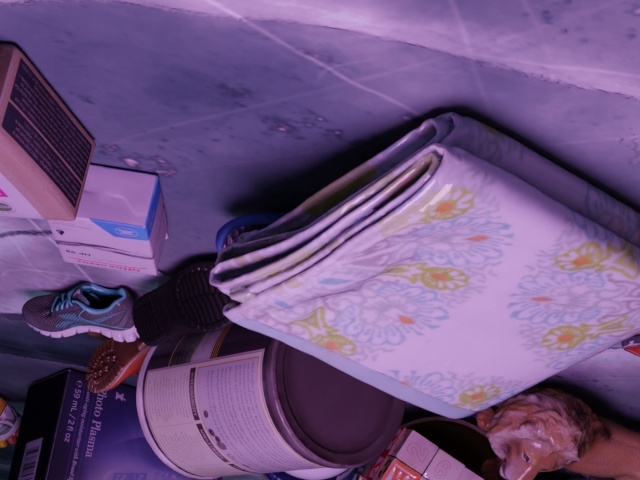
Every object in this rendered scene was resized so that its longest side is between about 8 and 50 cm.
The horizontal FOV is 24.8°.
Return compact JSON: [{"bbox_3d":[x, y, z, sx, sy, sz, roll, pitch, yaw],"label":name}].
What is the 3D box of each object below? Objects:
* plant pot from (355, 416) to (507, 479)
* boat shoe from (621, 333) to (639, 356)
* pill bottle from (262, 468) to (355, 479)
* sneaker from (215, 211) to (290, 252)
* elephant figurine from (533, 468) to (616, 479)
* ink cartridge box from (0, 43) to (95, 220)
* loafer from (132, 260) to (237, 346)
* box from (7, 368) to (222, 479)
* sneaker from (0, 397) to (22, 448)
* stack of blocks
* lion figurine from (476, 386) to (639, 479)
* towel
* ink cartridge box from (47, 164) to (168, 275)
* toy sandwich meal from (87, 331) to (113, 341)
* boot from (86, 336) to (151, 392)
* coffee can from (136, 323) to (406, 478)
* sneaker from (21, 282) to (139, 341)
[{"bbox_3d":[0.146,0.377,2.182,0.237,0.237,0.254,13,174,-8],"label":"plant pot"},{"bbox_3d":[0.400,0.135,1.646,0.137,0.043,0.049,17,160,-16],"label":"boat shoe"},{"bbox_3d":[-0.012,0.267,2.022,0.153,0.153,0.264,9,159,1],"label":"pill bottle"},{"bbox_3d":[0.000,0.000,1.462,0.209,0.069,0.082,1,-164,-5],"label":"sneaker"},{"bbox_3d":[0.391,0.393,2.224,0.169,0.186,0.239,54,142,4],"label":"elephant figurine"},{"bbox_3d":[-0.348,-0.097,1.307,0.235,0.088,0.193,3,157,15],"label":"ink cartridge box"},{"bbox_3d":[-0.133,0.064,1.677,0.078,0.080,0.220,-16,179,-42],"label":"loafer"},{"bbox_3d":[-0.320,0.386,2.275,0.294,0.296,0.183,20,157,-27],"label":"box"},{"bbox_3d":[-0.607,0.284,2.462,0.225,0.088,0.092,2,138,20],"label":"sneaker"},{"bbox_3d":[0.204,0.368,1.977,0.297,0.087,0.171,34,172,-6],"label":"stack of blocks"},{"bbox_3d":[0.364,0.282,1.943,0.392,0.142,0.240,12,160,-29],"label":"lion figurine"},{"bbox_3d":[0.130,0.041,1.355,0.374,0.090,0.320,25,141,-35],"label":"towel"},{"bbox_3d":[-0.216,-0.014,1.501,0.104,0.060,0.180,8,159,2],"label":"ink cartridge box"},{"bbox_3d":[-0.269,0.112,1.909,0.086,0.029,0.085,12,160,4],"label":"toy sandwich meal"},{"bbox_3d":[-0.233,0.148,1.877,0.158,0.059,0.085,-41,146,24],"label":"boot"},{"bbox_3d":[-0.063,0.178,1.739,0.201,0.201,0.275,25,155,-35],"label":"coffee can"},{"bbox_3d":[-0.296,0.079,1.807,0.167,0.065,0.076,1,142,14],"label":"sneaker"}]
